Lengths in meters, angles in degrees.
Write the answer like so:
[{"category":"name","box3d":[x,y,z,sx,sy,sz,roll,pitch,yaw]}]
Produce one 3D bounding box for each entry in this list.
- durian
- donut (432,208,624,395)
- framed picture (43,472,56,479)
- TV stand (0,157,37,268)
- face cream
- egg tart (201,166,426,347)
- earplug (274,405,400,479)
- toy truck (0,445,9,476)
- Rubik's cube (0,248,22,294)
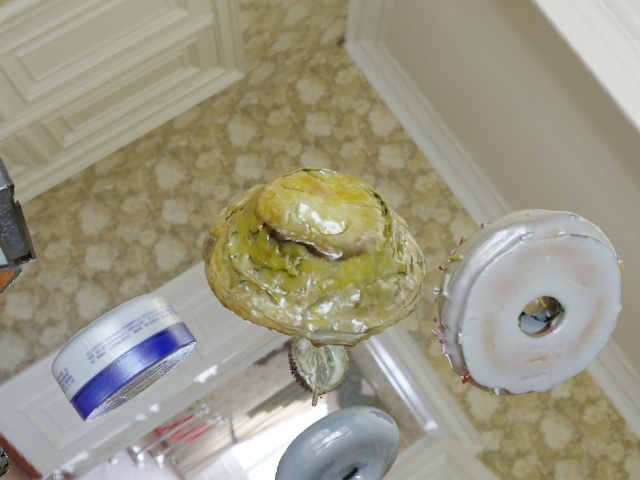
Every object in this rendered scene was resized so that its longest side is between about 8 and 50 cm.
[{"category":"durian","box3d":[-0.016,0.301,1.741,0.091,0.148,0.189,127,-31,-53]},{"category":"donut","box3d":[0.381,0.114,1.393,0.383,0.382,0.142,63,-6,-25]},{"category":"framed picture","box3d":[-0.672,0.710,1.705,0.016,0.213,0.289,45,6,-39]},{"category":"TV stand","box3d":[-0.415,-0.030,0.976,0.049,0.040,0.256,61,-23,13]},{"category":"face cream","box3d":[-0.302,0.175,1.138,0.111,0.206,0.206,54,-12,9]},{"category":"egg tart","box3d":[0.002,-0.002,1.049,0.341,0.341,0.129,49,-41,35]},{"category":"earplug","box3d":[0.033,0.411,1.142,0.175,0.214,0.326,11,-83,55]},{"category":"toy truck","box3d":[-0.530,0.291,0.943,0.127,0.257,0.127,-32,97,-57]},{"category":"Rubik's cube","box3d":[-0.795,0.038,1.462,0.248,0.250,0.246,17,-30,31]}]
